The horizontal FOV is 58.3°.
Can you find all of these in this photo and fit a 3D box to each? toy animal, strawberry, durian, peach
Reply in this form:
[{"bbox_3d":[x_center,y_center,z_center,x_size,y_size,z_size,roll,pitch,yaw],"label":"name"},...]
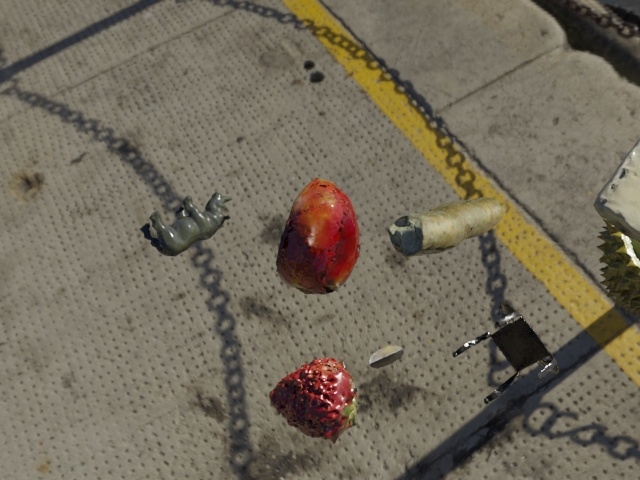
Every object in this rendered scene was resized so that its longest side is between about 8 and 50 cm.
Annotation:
[{"bbox_3d":[-0.177,-0.027,0.803,0.136,0.047,0.065,-35,84,-36],"label":"toy animal"},{"bbox_3d":[-0.011,0.347,1.271,0.202,0.187,0.184,-1,98,11],"label":"strawberry"},{"bbox_3d":[0.378,0.019,0.644,0.208,0.102,0.146,-25,71,-37],"label":"durian"},{"bbox_3d":[0.006,0.002,0.838,0.092,0.127,0.172,22,104,28],"label":"peach"}]

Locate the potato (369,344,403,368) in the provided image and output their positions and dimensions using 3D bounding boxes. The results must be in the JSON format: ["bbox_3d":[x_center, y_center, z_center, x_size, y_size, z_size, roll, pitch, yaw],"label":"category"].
[{"bbox_3d":[0.167,0.293,1.463,0.093,0.037,0.036,-26,41,5],"label":"potato"}]

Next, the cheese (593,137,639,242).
[{"bbox_3d":[0.382,0.062,0.395,0.400,0.034,0.085,38,75,14],"label":"cheese"}]

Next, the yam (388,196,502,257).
[{"bbox_3d":[0.200,-0.025,0.871,0.071,0.317,0.067,-18,88,37],"label":"yam"}]

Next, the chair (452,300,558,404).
[{"bbox_3d":[0.388,0.209,1.133,0.213,0.149,0.174,-20,70,-43],"label":"chair"}]
